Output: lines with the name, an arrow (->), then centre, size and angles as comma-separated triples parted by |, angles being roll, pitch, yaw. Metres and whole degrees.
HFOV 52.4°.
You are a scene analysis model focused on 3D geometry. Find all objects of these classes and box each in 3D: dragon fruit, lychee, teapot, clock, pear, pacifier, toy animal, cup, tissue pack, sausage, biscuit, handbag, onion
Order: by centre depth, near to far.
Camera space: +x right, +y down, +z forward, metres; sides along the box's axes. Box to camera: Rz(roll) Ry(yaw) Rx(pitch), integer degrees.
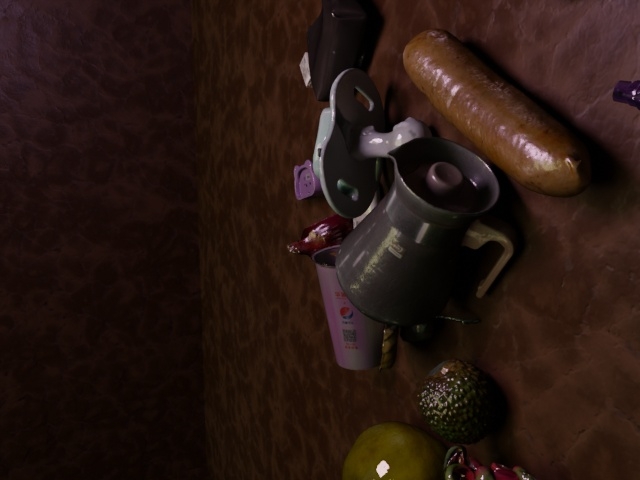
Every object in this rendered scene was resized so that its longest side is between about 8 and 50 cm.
sausage -> 0.296, -0.224, 1.128 | 0.500, 0.123, 0.136 | 59, 180, 42
dragon fruit -> 0.321, 0.499, 1.172 | 0.273, 0.219, 0.198 | -9, 60, 66
teapot -> 0.203, 0.003, 1.264 | 0.300, 0.253, 0.344 | 28, 139, 7
lychee -> 0.275, 0.326, 1.288 | 0.171, 0.171, 0.171 | 174, 90, -66
toy animal -> 0.236, 0.180, 1.412 | 0.070, 0.079, 0.253 | 66, 155, 7
pear -> 0.174, 0.541, 1.447 | 0.321, 0.269, 0.268 | -135, 43, -74
pacifier -> 0.127, -0.211, 1.457 | 0.269, 0.288, 0.343 | 6, 80, 33
biscuit -> 0.165, 0.194, 1.495 | 0.273, 0.036, 0.187 | -74, -12, -54
cup -> 0.090, 0.165, 1.635 | 0.203, 0.203, 0.288 | -156, 56, -63
handbag -> 0.034, -0.533, 1.665 | 0.285, 0.114, 0.256 | 106, 155, -53
onion -> 0.009, 0.013, 1.757 | 0.135, 0.198, 0.173 | 58, 154, 2
tissue pack -> -0.028, -0.496, 1.894 | 0.062, 0.042, 0.083 | -49, 51, 57
clock -> -0.029, -0.182, 1.962 | 0.153, 0.050, 0.109 | 169, 95, -66

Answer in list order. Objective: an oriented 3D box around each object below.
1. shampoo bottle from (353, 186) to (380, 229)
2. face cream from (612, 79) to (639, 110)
shampoo bottle -> 0.115, -0.108, 1.653 | 0.108, 0.052, 0.220 | -170, 76, -66
face cream -> 0.475, -0.166, 0.801 | 0.273, 0.078, 0.078 | -142, 50, -58
